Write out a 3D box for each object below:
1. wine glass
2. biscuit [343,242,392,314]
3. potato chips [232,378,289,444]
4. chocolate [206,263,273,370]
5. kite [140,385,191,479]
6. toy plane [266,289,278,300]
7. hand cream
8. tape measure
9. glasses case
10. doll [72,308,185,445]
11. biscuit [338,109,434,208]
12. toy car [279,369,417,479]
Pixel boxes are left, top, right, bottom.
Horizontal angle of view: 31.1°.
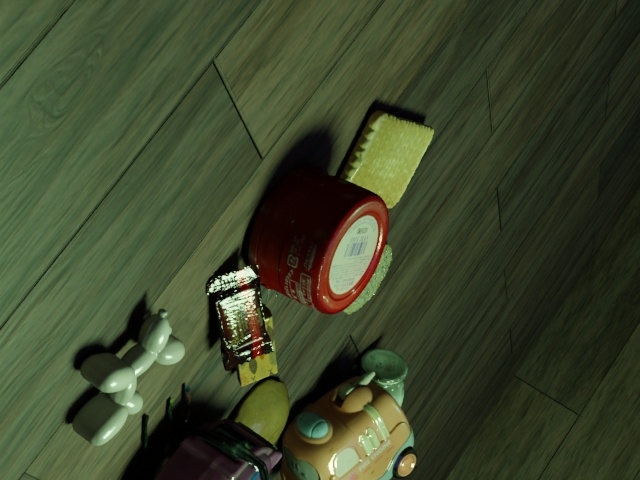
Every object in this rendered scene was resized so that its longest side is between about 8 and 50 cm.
[{"bbox_3d":[0.113,0.322,2.359,0.111,0.111,0.204,-37,147,-44],"label":"wine glass"},{"bbox_3d":[0.084,0.067,2.079,0.152,0.020,0.152,-48,158,-27],"label":"biscuit"},{"bbox_3d":[-0.112,0.336,1.953,0.208,0.062,0.195,-43,156,-40],"label":"potato chips"},{"bbox_3d":[-0.114,0.110,1.633,0.086,0.028,0.182,-23,130,-14],"label":"chocolate"},{"bbox_3d":[-0.234,0.329,1.732,0.152,0.015,0.285,-41,153,-39],"label":"kite"},{"bbox_3d":[-0.069,0.050,1.712,0.084,0.024,0.078,79,28,-60],"label":"toy plane"},{"bbox_3d":[0.000,0.000,1.635,0.193,0.125,0.193,-44,148,-37],"label":"hand cream"},{"bbox_3d":[-0.174,0.382,1.738,0.231,0.149,0.245,-55,167,-8],"label":"tape measure"},{"bbox_3d":[-0.103,0.156,1.745,0.065,0.041,0.170,-20,146,-12],"label":"glasses case"},{"bbox_3d":[-0.236,0.164,1.449,0.160,0.059,0.161,-32,146,-49],"label":"doll"},{"bbox_3d":[0.102,-0.126,1.845,0.160,0.030,0.250,-63,158,12],"label":"biscuit"},{"bbox_3d":[0.042,0.379,2.179,0.270,0.180,0.212,-38,130,-23],"label":"toy car"}]
